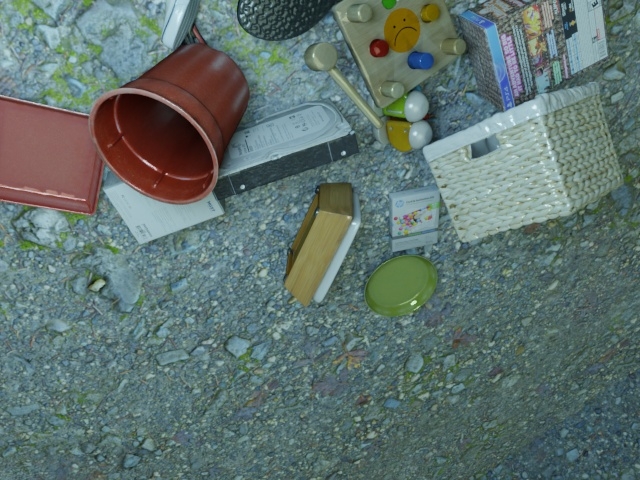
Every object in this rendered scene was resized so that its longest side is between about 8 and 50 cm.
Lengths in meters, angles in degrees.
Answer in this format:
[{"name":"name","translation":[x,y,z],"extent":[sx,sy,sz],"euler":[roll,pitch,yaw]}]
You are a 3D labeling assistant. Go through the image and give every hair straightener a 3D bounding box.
[{"name":"hair straightener","translation":[-0.281,-0.403,1.301],"extent":[0.089,0.047,0.230],"euler":[-29,126,3]}]

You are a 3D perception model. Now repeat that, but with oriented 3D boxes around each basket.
[{"name":"basket","translation":[0.489,-0.184,1.400],"extent":[0.331,0.328,0.266],"euler":[-21,92,-41]}]

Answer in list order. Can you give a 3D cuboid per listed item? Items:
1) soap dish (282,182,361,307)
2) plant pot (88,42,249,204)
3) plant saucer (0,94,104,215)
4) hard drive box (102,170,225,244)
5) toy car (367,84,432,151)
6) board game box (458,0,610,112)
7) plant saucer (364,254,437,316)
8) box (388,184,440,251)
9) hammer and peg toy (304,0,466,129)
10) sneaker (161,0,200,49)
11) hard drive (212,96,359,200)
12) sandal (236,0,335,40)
[{"name":"soap dish","translation":[0.000,0.000,1.558],"extent":[0.118,0.229,0.290],"euler":[22,116,-9]},{"name":"plant pot","translation":[-0.289,-0.262,1.222],"extent":[0.273,0.265,0.272],"euler":[12,136,11]},{"name":"plant saucer","translation":[-0.632,-0.196,1.336],"extent":[0.259,0.047,0.258],"euler":[9,120,-23]},{"name":"hard drive box","translation":[-0.375,-0.116,1.426],"extent":[0.232,0.089,0.181],"euler":[-19,127,5]},{"name":"toy car","translation":[0.215,-0.321,1.462],"extent":[0.136,0.159,0.181],"euler":[-42,133,-31]},{"name":"board game box","translation":[0.521,-0.494,1.421],"extent":[0.291,0.141,0.232],"euler":[-27,126,2]},{"name":"plant saucer","translation":[0.247,0.135,1.827],"extent":[0.241,0.037,0.240],"euler":[-7,124,-11]},{"name":"box","translation":[0.272,-0.063,1.701],"extent":[0.145,0.038,0.186],"euler":[-11,124,-10]},{"name":"hammer and peg toy","translation":[0.137,-0.431,1.299],"extent":[0.361,0.127,0.265],"euler":[-37,120,-10]},{"name":"sneaker","translation":[-0.291,-0.524,1.187],"extent":[0.091,0.094,0.257],"euler":[19,100,-2]},{"name":"hard drive","translation":[-0.104,-0.223,1.358],"extent":[0.339,0.236,0.064],"euler":[-19,126,-2]},{"name":"sandal","translation":[-0.006,-0.599,1.231],"extent":[0.445,0.107,0.168],"euler":[-48,123,2]}]
